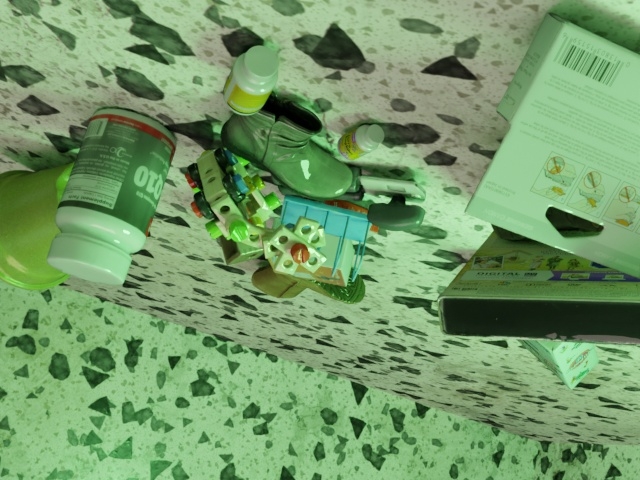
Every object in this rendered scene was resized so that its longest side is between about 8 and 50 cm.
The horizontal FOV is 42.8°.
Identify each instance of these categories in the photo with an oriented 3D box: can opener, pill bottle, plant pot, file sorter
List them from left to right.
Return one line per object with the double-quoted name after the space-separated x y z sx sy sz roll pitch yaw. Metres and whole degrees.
-0.551 -0.051 1.737 0.254 0.276 0.276 -16 147 37 "plant pot"
-0.370 -0.074 1.444 0.161 0.283 0.161 13 162 4 "pill bottle"
-0.096 -0.226 1.148 0.065 0.065 0.116 18 162 -12 "pill bottle"
0.000 0.000 1.541 0.170 0.104 0.118 14 158 -1 "file sorter"
0.046 -0.078 1.430 0.283 0.095 0.076 7 160 20 "can opener"
0.064 -0.155 1.274 0.043 0.043 0.083 23 159 -25 "pill bottle"

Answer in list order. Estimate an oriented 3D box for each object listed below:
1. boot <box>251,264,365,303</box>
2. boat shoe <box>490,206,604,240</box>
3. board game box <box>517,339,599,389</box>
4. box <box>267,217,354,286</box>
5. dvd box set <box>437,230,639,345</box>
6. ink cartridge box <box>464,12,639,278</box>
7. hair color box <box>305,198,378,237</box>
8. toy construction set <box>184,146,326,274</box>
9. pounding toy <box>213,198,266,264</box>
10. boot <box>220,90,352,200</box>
-0.034 0.105 2.050 0.236 0.089 0.269 29 159 -10 "boot"
0.397 -0.069 1.200 0.116 0.123 0.324 -6 -179 -37 "boat shoe"
0.452 0.172 1.701 0.224 0.097 0.303 44 179 32 "board game box"
-0.021 0.027 1.790 0.170 0.091 0.130 10 161 12 "box"
0.373 0.044 1.190 0.307 0.062 0.420 0 -165 23 "dvd box set"
0.332 -0.102 0.965 0.275 0.239 0.060 19 -157 -15 "ink cartridge box"
0.040 -0.047 1.605 0.141 0.043 0.072 20 160 -19 "hair color box"
-0.127 -0.048 1.389 0.215 0.151 0.327 57 170 -34 "toy construction set"
-0.143 -0.015 1.694 0.100 0.130 0.141 -14 173 -24 "pounding toy"
-0.035 -0.149 1.298 0.246 0.083 0.161 25 158 -17 "boot"
